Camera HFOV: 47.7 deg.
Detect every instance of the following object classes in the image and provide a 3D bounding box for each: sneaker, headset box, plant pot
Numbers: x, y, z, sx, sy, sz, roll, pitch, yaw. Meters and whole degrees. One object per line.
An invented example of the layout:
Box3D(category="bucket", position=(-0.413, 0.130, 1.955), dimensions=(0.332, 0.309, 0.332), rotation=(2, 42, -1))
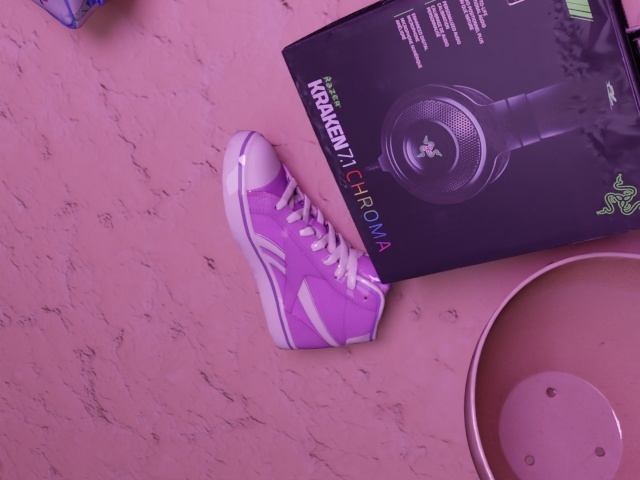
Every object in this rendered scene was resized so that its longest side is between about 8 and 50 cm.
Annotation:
Box3D(category="sneaker", position=(0.000, 0.000, 0.800), dimensions=(0.161, 0.102, 0.282), rotation=(-4, 125, 22))
Box3D(category="headset box", position=(0.152, -0.117, 0.642), dimensions=(0.283, 0.131, 0.246), rotation=(-14, 110, 29))
Box3D(category="plant pot", position=(0.262, 0.177, 0.694), dimensions=(0.284, 0.284, 0.191), rotation=(28, 159, 8))

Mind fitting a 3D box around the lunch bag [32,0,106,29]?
Box3D(category="lunch bag", position=(-0.285, -0.337, 0.654), dimensions=(0.243, 0.115, 0.303), rotation=(39, 167, 5))
